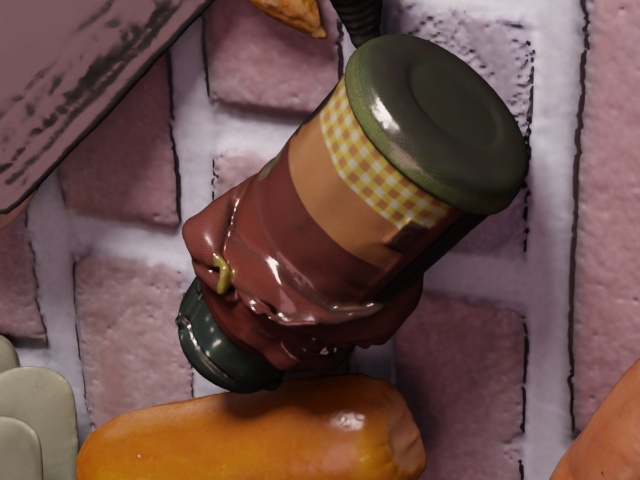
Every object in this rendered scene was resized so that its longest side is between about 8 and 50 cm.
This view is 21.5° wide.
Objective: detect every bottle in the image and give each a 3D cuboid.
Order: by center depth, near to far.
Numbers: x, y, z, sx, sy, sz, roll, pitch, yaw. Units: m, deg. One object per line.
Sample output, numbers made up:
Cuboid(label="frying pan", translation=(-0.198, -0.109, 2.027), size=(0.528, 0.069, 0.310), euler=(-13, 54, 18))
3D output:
Cuboid(label="bottle", translation=(0.000, 0.000, 1.079), size=(0.156, 0.143, 0.271), euler=(32, 126, -16))

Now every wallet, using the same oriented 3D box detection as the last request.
Cuboid(label="wallet", translation=(-0.242, -0.207, 1.101), size=(0.247, 0.041, 0.323), euler=(-43, 95, 13))

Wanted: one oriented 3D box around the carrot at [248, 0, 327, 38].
Cuboid(label="carrot", translation=(-0.060, -0.205, 1.053), size=(0.072, 0.072, 0.205), euler=(-29, 110, 32))

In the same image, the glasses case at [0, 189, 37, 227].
Cuboid(label="glasses case", translation=(-0.329, -0.124, 1.197), size=(0.314, 0.075, 0.122), euler=(36, 125, 2))

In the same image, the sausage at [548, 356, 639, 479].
Cuboid(label="sausage", translation=(0.267, 0.062, 1.032), size=(0.094, 0.094, 0.419), euler=(45, 126, 14))

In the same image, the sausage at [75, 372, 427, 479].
Cuboid(label="sausage", translation=(-0.055, 0.158, 1.216), size=(0.274, 0.105, 0.105), euler=(-13, 110, 28))

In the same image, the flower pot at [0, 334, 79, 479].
Cuboid(label="flower pot", translation=(-0.384, 0.162, 1.268), size=(0.367, 0.254, 0.165), euler=(11, 120, 20))

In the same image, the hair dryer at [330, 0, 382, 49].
Cuboid(label="hair dryer", translation=(-0.025, -0.262, 0.989), size=(0.189, 0.107, 0.352), euler=(2, 122, 25))
